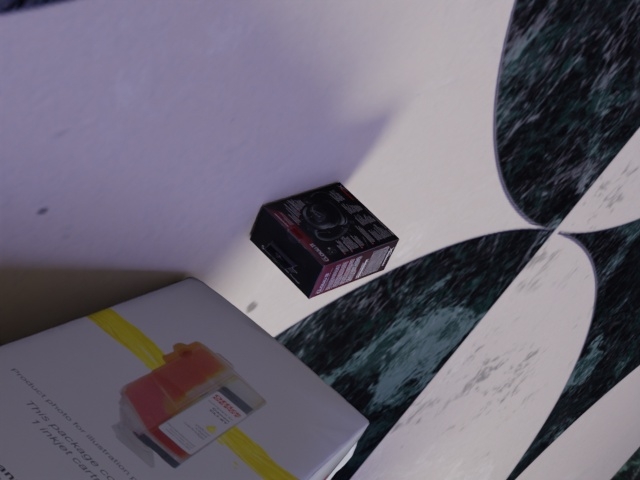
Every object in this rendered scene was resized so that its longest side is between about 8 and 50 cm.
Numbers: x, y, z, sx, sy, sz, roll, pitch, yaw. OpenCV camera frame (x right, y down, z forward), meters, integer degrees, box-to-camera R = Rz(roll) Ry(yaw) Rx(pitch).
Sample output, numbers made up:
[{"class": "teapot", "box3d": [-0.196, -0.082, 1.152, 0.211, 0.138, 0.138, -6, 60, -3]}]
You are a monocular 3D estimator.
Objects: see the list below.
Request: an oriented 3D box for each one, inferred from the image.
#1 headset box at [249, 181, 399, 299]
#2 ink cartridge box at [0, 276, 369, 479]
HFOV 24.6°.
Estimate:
[{"class": "headset box", "box3d": [0.000, 0.000, 0.961, 0.083, 0.062, 0.032, -21, 145, -43]}, {"class": "ink cartridge box", "box3d": [-0.158, 0.190, 0.786, 0.279, 0.160, 0.384, -52, 171, 15]}]
